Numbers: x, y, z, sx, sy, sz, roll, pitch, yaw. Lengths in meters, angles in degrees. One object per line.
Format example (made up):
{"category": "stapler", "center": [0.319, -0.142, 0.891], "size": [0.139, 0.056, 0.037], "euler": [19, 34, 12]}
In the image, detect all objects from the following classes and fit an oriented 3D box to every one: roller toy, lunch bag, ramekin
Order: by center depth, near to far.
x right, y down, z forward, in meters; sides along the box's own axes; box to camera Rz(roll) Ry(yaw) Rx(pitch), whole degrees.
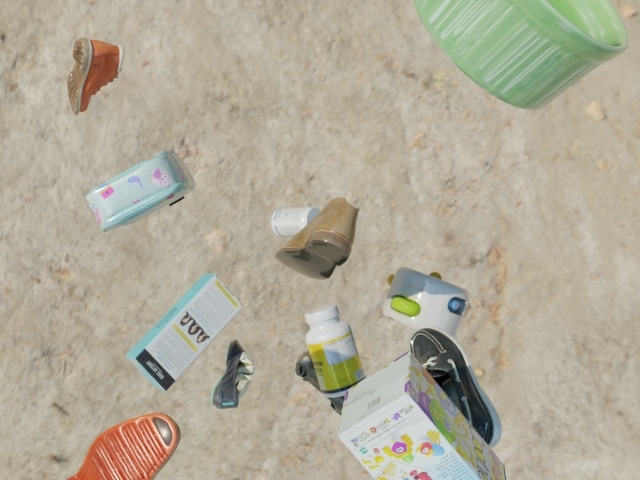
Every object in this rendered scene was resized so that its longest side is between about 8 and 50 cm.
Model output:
{"category": "ramekin", "center": [0.271, -0.329, 1.140], "size": [0.303, 0.148, 0.303], "euler": [27, 40, -25]}
{"category": "lunch bag", "center": [-0.398, -0.105, 1.798], "size": [0.224, 0.279, 0.108], "euler": [-30, 95, -1]}
{"category": "roller toy", "center": [0.259, 0.146, 1.984], "size": [0.191, 0.209, 0.146], "euler": [21, 90, -7]}

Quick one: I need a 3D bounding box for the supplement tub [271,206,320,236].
{"category": "supplement tub", "center": [-0.056, -0.043, 1.906], "size": [0.071, 0.107, 0.071], "euler": [-2, 92, -54]}

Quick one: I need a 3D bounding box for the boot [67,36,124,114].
{"category": "boot", "center": [-0.384, -0.275, 1.387], "size": [0.084, 0.158, 0.059], "euler": [-7, 57, -35]}

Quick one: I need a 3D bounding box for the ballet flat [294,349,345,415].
{"category": "ballet flat", "center": [0.007, 0.338, 1.866], "size": [0.058, 0.084, 0.250], "euler": [-38, 134, -5]}

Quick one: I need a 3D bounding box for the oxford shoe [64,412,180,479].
{"category": "oxford shoe", "center": [-0.285, 0.331, 1.171], "size": [0.097, 0.271, 0.098], "euler": [58, 23, 19]}

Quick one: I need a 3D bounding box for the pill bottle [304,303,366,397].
{"category": "pill bottle", "center": [0.027, 0.234, 1.740], "size": [0.103, 0.103, 0.184], "euler": [-19, 94, -28]}

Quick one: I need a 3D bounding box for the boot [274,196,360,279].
{"category": "boot", "center": [0.000, 0.000, 1.637], "size": [0.112, 0.305, 0.115], "euler": [29, 68, -14]}

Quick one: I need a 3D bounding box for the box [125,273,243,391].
{"category": "box", "center": [-0.281, 0.187, 1.686], "size": [0.244, 0.060, 0.100], "euler": [-47, 113, -24]}

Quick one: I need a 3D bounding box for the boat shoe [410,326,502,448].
{"category": "boat shoe", "center": [0.243, 0.277, 1.584], "size": [0.091, 0.114, 0.302], "euler": [9, 28, -32]}

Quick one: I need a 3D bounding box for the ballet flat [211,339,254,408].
{"category": "ballet flat", "center": [-0.180, 0.291, 1.757], "size": [0.074, 0.074, 0.203], "euler": [32, 30, -10]}

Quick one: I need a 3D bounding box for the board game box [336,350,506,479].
{"category": "board game box", "center": [0.173, 0.348, 1.341], "size": [0.275, 0.144, 0.142], "euler": [51, 19, -11]}
